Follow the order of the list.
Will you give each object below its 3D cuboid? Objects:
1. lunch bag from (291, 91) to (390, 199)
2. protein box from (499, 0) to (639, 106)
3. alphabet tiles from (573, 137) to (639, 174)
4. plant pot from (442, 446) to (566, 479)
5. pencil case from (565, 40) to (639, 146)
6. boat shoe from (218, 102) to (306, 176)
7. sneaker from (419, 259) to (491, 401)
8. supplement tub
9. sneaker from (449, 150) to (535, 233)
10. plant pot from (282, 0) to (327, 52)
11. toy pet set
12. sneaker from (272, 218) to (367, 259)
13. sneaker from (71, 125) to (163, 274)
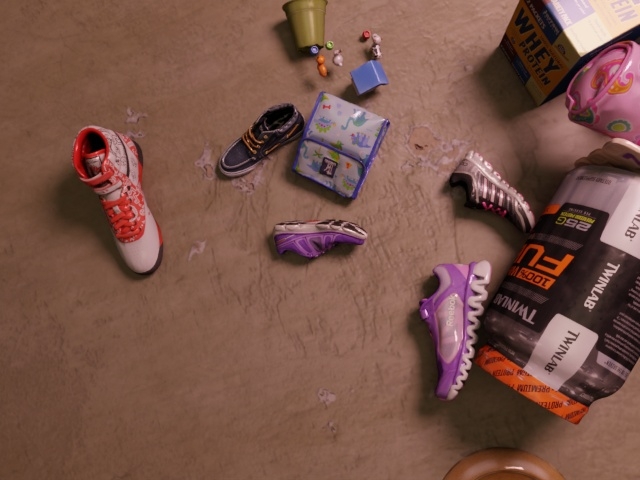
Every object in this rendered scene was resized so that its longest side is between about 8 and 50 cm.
[{"bbox_3d":[0.033,-0.163,0.863,0.129,0.096,0.151,26,104,7],"label":"lunch bag"},{"bbox_3d":[0.417,-0.342,0.762,0.200,0.201,0.136,-29,82,5],"label":"protein box"},{"bbox_3d":[0.506,-0.059,0.686,0.278,0.284,0.021,32,92,10],"label":"alphabet tiles"},{"bbox_3d":[0.306,0.461,0.803,0.236,0.032,0.236,-1,86,7],"label":"plant pot"},{"bbox_3d":[0.477,-0.150,0.674,0.284,0.124,0.124,29,90,-9],"label":"pencil case"},{"bbox_3d":[-0.114,-0.183,0.886,0.183,0.083,0.065,-33,82,5],"label":"boat shoe"},{"bbox_3d":[0.209,0.140,0.817,0.105,0.095,0.236,11,82,16],"label":"sneaker"},{"bbox_3d":[0.384,0.079,0.732,0.207,0.207,0.338,30,90,9],"label":"supplement tub"},{"bbox_3d":[0.283,-0.068,0.832,0.075,0.063,0.170,-40,76,3],"label":"sneaker"},{"bbox_3d":[-0.023,-0.386,0.897,0.083,0.083,0.079,-7,96,8],"label":"plant pot"},{"bbox_3d":[0.063,-0.313,0.863,0.122,0.065,0.114,-24,93,-14],"label":"toy pet set"},{"bbox_3d":[0.000,0.000,0.876,0.170,0.068,0.071,-1,101,17],"label":"sneaker"},{"bbox_3d":[-0.366,-0.070,0.883,0.090,0.145,0.270,-12,84,7],"label":"sneaker"}]
